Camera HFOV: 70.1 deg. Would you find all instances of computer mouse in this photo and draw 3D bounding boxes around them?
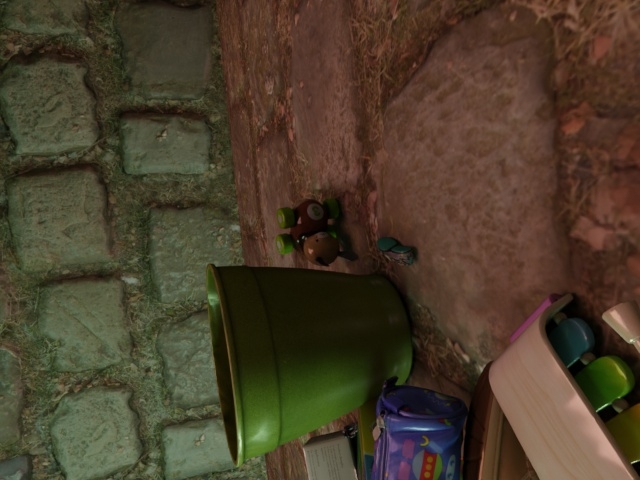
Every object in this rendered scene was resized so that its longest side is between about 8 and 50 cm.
[{"bbox_3d":[0.073,0.368,1.110,0.106,0.042,0.193,-39,52,29],"label":"computer mouse"}]

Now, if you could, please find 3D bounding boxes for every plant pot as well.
[{"bbox_3d":[-0.023,0.206,0.905,0.366,0.352,0.367,173,90,-72],"label":"plant pot"}]

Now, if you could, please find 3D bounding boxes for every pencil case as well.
[{"bbox_3d":[0.124,0.358,0.637,0.119,0.133,0.307,-174,91,-71],"label":"pencil case"}]

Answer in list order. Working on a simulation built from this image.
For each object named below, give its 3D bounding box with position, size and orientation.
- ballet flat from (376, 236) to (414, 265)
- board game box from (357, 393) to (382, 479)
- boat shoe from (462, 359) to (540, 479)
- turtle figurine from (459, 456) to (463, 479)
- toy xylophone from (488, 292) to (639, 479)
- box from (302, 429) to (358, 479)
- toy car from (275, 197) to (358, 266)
[{"bbox_3d":[0.139,0.024,0.857,0.114,0.041,0.041,-148,53,-67],"label":"ballet flat"},{"bbox_3d":[0.112,0.480,0.884,0.316,0.064,0.243,-87,-5,-72],"label":"board game box"},{"bbox_3d":[0.239,0.327,0.563,0.122,0.110,0.342,57,-141,-75],"label":"boat shoe"},{"bbox_3d":[0.204,0.431,0.717,0.269,0.087,0.218,12,88,58],"label":"turtle figurine"},{"bbox_3d":[0.283,0.194,0.422,0.236,0.081,0.323,112,146,-55],"label":"toy xylophone"},{"bbox_3d":[0.037,0.588,1.150,0.182,0.118,0.181,75,-178,-72],"label":"box"},{"bbox_3d":[0.000,0.000,1.099,0.188,0.154,0.149,47,141,45],"label":"toy car"}]
